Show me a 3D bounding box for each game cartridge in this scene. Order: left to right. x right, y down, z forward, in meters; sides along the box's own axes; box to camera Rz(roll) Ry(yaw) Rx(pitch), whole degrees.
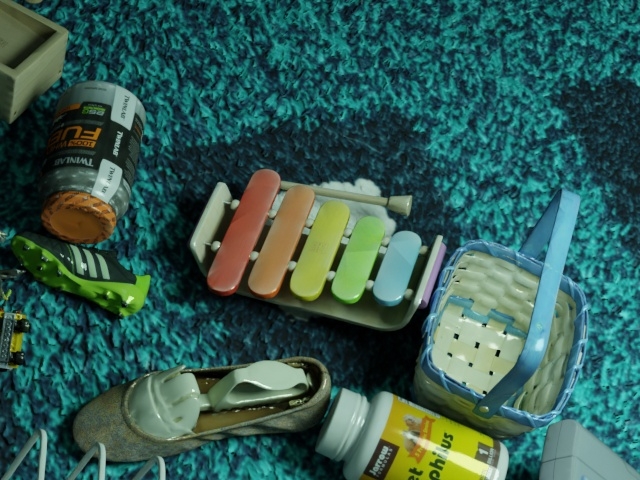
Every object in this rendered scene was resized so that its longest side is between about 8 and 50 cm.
[{"bbox_3d":[0.323,0.371,1.591,0.198,0.062,0.297,42,42,-42],"label":"game cartridge"}]

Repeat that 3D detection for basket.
[{"bbox_3d":[0.232,0.100,1.649,0.201,0.289,0.254,21,57,2],"label":"basket"}]

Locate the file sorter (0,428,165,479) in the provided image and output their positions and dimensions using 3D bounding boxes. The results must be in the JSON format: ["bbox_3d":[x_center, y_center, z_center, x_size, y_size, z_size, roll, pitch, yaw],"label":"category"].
[{"bbox_3d":[-0.315,0.298,1.370,0.278,0.173,0.193,17,46,-23],"label":"file sorter"}]

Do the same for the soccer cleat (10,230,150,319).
[{"bbox_3d":[-0.295,0.033,1.669,0.179,0.060,0.072,29,44,-7],"label":"soccer cleat"}]

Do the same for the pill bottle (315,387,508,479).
[{"bbox_3d":[0.107,0.256,1.615,0.215,0.117,0.117,24,54,-2],"label":"pill bottle"}]

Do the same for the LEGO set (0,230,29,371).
[{"bbox_3d":[-0.498,0.108,1.513,0.331,0.192,0.255,0,88,-14],"label":"LEGO set"}]

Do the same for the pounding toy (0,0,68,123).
[{"bbox_3d":[-0.429,-0.273,1.802,0.181,0.094,0.206,28,45,7],"label":"pounding toy"}]

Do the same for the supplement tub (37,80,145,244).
[{"bbox_3d":[-0.291,-0.098,1.712,0.117,0.117,0.190,12,55,-10],"label":"supplement tub"}]

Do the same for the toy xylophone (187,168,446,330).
[{"bbox_3d":[0.000,0.000,1.734,0.323,0.081,0.236,7,52,6],"label":"toy xylophone"}]

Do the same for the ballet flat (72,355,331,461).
[{"bbox_3d":[-0.132,0.183,1.590,0.316,0.106,0.107,-9,61,-23],"label":"ballet flat"}]
